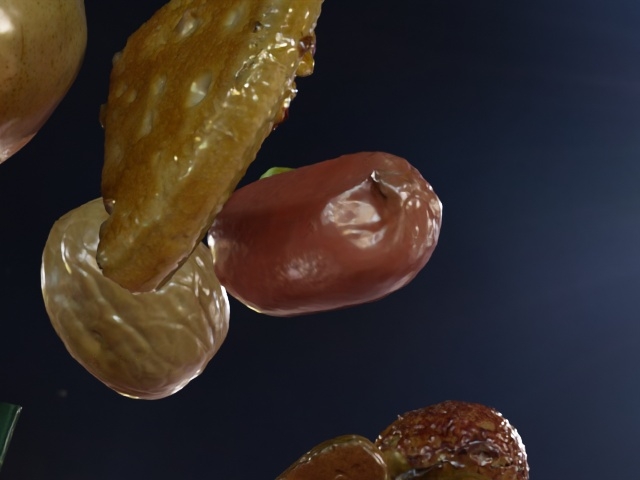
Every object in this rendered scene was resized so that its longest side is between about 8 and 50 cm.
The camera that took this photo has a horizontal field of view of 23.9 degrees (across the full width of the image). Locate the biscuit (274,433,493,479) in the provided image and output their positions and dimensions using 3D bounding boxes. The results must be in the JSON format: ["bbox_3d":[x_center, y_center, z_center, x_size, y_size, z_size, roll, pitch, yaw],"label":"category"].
[{"bbox_3d":[0.089,0.353,1.985,0.277,0.052,0.262,39,-66,-7],"label":"biscuit"}]

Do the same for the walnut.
[{"bbox_3d":[-0.282,0.081,2.257,0.313,0.252,0.277,48,-11,-2],"label":"walnut"}]

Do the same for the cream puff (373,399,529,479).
[{"bbox_3d":[0.175,0.317,2.132,0.240,0.164,0.240,-10,-29,-6],"label":"cream puff"}]

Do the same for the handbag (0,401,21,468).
[{"bbox_3d":[-0.499,0.277,1.751,0.326,0.238,0.089,-6,-29,42],"label":"handbag"}]

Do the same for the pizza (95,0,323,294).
[{"bbox_3d":[-0.106,-0.138,1.410,0.114,0.409,0.277,33,-20,-27],"label":"pizza"}]

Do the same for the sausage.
[{"bbox_3d":[0.000,0.000,1.427,0.254,0.148,0.148,-6,-28,40],"label":"sausage"}]

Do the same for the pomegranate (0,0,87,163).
[{"bbox_3d":[-0.362,-0.191,1.356,0.319,0.319,0.319,6,-25,3],"label":"pomegranate"}]

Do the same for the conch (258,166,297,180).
[{"bbox_3d":[-0.034,-0.056,1.932,0.095,0.079,0.201,33,-20,-20],"label":"conch"}]
